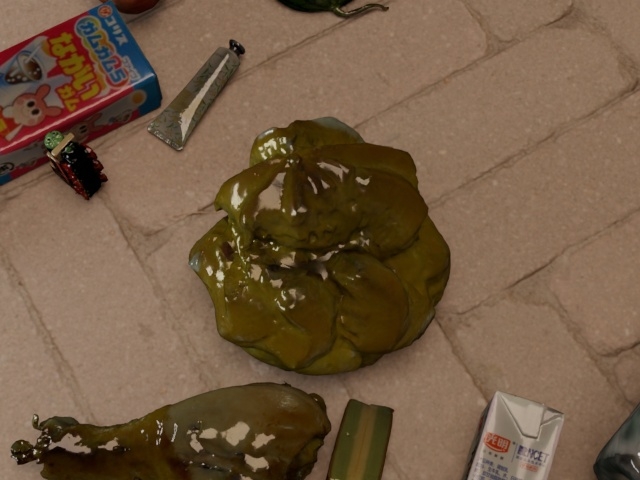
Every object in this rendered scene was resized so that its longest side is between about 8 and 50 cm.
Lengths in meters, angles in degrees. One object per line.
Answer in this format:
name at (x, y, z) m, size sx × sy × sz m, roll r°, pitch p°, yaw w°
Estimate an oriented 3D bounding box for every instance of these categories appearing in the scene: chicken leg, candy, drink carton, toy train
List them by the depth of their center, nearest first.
drink carton at (0.226, 0.367, 1.626) m, size 0.106 × 0.130 × 0.315 m, roll 19°, pitch 70°, yaw 4°
chicken leg at (-0.199, 0.275, 1.650) m, size 0.429 × 0.153 × 0.201 m, roll -3°, pitch 57°, yaw 4°
toy train at (-0.362, -0.115, 1.781) m, size 0.087 × 0.138 × 0.050 m, roll 37°, pitch 75°, yaw 16°
candy at (-0.408, -0.220, 1.839) m, size 0.305 × 0.100 × 0.157 m, roll -28°, pitch 72°, yaw -13°

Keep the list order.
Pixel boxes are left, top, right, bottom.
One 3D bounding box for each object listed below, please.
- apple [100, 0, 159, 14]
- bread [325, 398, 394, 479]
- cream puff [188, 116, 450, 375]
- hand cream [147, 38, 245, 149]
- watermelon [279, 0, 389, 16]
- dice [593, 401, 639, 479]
apple at (-0.302, -0.429, 1.899) m, size 0.131 × 0.146 × 0.146 m, roll 20°, pitch 70°, yaw 11°
bread at (0.058, 0.279, 1.676) m, size 0.074 × 0.084 × 0.139 m, roll 15°, pitch 69°, yaw 4°
cream puff at (0.000, 0.000, 1.680) m, size 0.378 × 0.275 × 0.378 m, roll 2°, pitch 71°, yaw -4°
hand cream at (-0.185, -0.229, 1.882) m, size 0.067 × 0.042 × 0.194 m, roll 34°, pitch 76°, yaw 9°
watermelon at (-0.004, -0.474, 1.938) m, size 0.204 × 0.127 × 0.232 m, roll -9°, pitch 75°, yaw -9°
dice at (0.571, 0.274, 1.557) m, size 0.328 × 0.330 × 0.348 m, roll 39°, pitch 75°, yaw 16°
